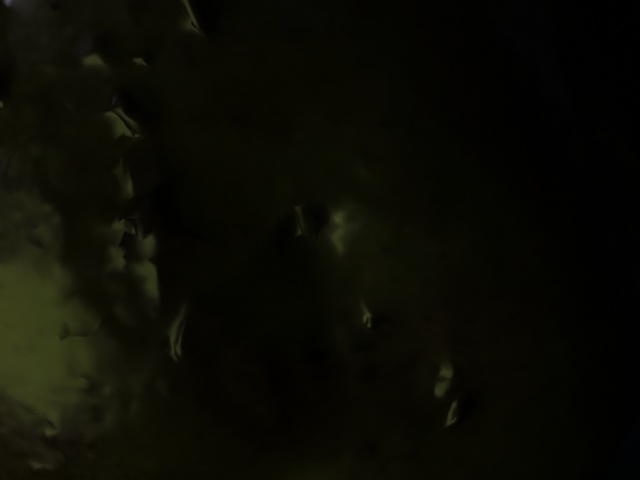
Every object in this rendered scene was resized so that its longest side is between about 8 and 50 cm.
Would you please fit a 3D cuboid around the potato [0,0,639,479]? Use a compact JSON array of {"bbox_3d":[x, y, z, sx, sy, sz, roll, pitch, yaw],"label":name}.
[{"bbox_3d":[0.000,0.000,0.776,0.319,0.385,0.442,2,137,41],"label":"potato"}]
